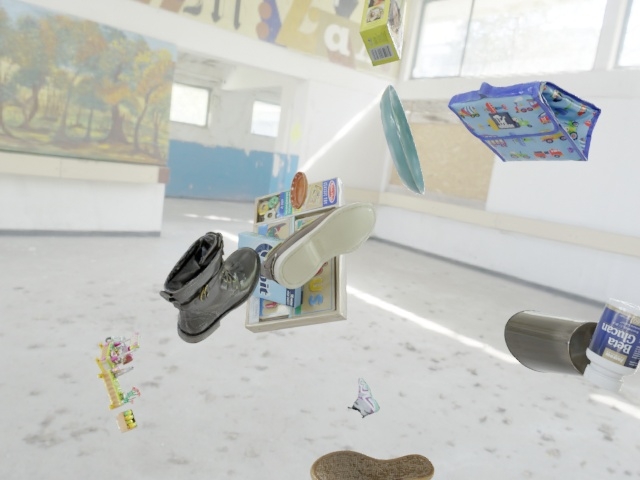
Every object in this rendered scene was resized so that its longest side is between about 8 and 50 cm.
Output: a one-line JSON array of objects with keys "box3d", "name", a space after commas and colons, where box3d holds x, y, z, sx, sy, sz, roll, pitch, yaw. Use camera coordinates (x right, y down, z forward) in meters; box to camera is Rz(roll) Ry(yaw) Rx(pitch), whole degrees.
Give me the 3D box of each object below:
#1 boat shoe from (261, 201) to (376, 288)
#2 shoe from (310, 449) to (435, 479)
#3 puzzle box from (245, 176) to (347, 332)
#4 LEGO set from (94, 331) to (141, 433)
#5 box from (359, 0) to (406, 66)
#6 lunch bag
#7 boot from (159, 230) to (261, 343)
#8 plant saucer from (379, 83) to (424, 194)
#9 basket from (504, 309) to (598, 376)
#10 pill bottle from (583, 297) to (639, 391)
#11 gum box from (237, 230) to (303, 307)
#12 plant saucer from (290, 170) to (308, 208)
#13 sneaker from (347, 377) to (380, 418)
[{"box3d": [0.000, 0.000, 1.220, 0.324, 0.116, 0.097, -36, 27, -30], "name": "boat shoe"}, {"box3d": [0.085, 0.398, 0.861, 0.219, 0.058, 0.076, 7, 30, -16], "name": "shoe"}, {"box3d": [-0.062, 0.035, 1.397, 0.272, 0.408, 0.052, -12, -31, 21], "name": "puzzle box"}, {"box3d": [-0.491, 0.334, 1.317, 0.107, 0.132, 0.287, -24, 43, -10], "name": "LEGO set"}, {"box3d": [0.128, -0.453, 1.018, 0.058, 0.232, 0.087, -7, -36, 24], "name": "box"}, {"box3d": [0.456, -0.292, 1.181, 0.293, 0.138, 0.221, 19, -5, -37], "name": "lunch bag"}, {"box3d": [-0.190, 0.059, 0.961, 0.091, 0.229, 0.263, 26, 54, 11], "name": "boot"}, {"box3d": [0.224, -0.273, 1.434, 0.044, 0.317, 0.317, -15, 2, 19], "name": "plant saucer"}, {"box3d": [0.599, 0.258, 1.276, 0.204, 0.154, 0.227, 28, -10, -4], "name": "basket"}, {"box3d": [0.590, 0.208, 1.025, 0.094, 0.169, 0.094, 17, 9, -3], "name": "pill bottle"}, {"box3d": [-0.127, 0.070, 1.297, 0.184, 0.156, 0.041, 13, 17, 28], "name": "gum box"}, {"box3d": [-0.046, -0.110, 1.133, 0.013, 0.083, 0.083, 5, 9, -24], "name": "plant saucer"}, {"box3d": [0.093, 0.380, 1.241, 0.069, 0.038, 0.098, -30, 40, -1], "name": "sneaker"}]
